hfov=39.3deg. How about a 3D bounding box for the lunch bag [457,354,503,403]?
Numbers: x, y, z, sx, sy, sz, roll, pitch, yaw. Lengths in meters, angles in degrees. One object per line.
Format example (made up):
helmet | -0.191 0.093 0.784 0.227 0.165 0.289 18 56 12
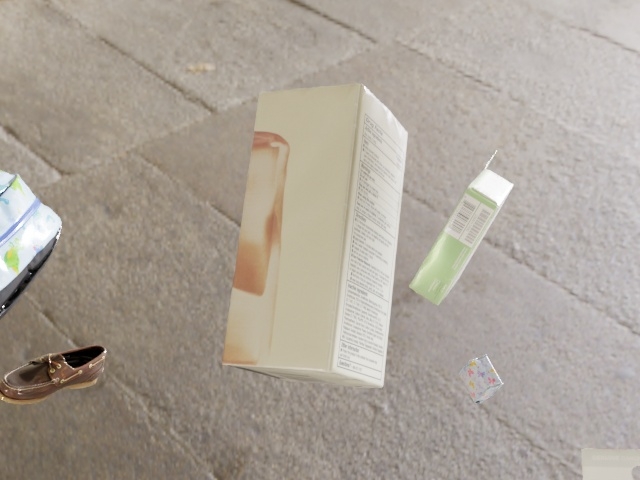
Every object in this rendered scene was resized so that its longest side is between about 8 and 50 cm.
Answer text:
lunch bag | 0.310 0.274 1.755 0.053 0.083 0.071 -14 61 -29

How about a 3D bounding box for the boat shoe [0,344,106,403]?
boat shoe | -0.457 0.222 1.538 0.073 0.073 0.207 40 26 22

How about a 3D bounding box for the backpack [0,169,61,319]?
backpack | -0.543 0.030 1.337 0.273 0.290 0.355 53 34 -2

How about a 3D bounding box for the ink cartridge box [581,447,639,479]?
ink cartridge box | 0.388 0.357 1.002 0.189 0.066 0.232 0 66 6

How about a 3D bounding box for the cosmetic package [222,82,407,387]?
cosmetic package | 0.000 0.000 0.960 0.129 0.153 0.296 1 75 27

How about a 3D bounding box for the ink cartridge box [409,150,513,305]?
ink cartridge box | 0.214 -0.024 1.288 0.056 0.171 0.235 32 26 11
